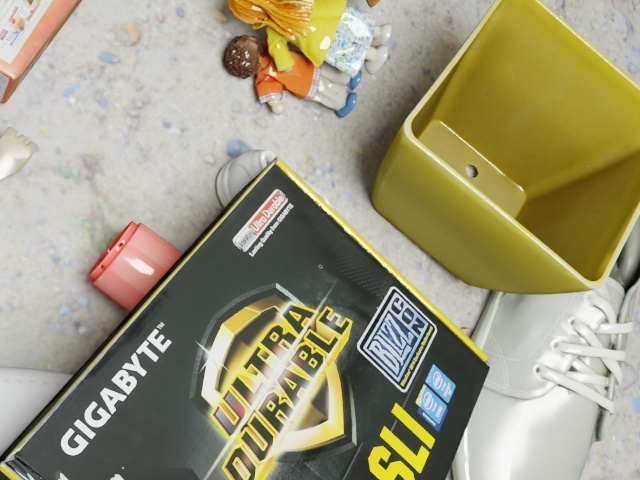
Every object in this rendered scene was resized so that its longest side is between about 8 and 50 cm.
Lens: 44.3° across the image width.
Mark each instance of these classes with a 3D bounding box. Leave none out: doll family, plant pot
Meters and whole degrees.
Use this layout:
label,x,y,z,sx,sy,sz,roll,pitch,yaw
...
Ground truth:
label,x,y,z,sx,sy,sz,roll,pitch,yaw
doll family,-0.010,-0.254,0.745,0.163,0.118,0.263,15,74,-25
plant pot,0.171,-0.070,0.758,0.212,0.187,0.212,39,64,-4

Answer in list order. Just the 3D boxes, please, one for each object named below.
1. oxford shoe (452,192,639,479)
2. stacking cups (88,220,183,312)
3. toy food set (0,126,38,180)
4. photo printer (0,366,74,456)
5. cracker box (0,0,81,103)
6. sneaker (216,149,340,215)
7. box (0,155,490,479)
label,x,y,z,sx,sy,sz,roll,pitch,yaw
oxford shoe,0.251,0.114,0.814,0.169,0.130,0.450,28,69,-23
stacking cups,-0.057,0.108,0.673,0.316,0.096,0.096,36,65,-14
toy food set,-0.331,-0.084,0.591,0.192,0.038,0.132,39,72,-23
photo printer,-0.170,0.236,0.519,0.256,0.107,0.308,24,44,-27
cracker box,-0.304,-0.241,0.613,0.232,0.067,0.156,36,65,-19
sneaker,0.000,0.000,0.717,0.212,0.094,0.080,42,62,-16
box,-0.031,0.125,0.566,0.257,0.079,0.322,45,46,-8
